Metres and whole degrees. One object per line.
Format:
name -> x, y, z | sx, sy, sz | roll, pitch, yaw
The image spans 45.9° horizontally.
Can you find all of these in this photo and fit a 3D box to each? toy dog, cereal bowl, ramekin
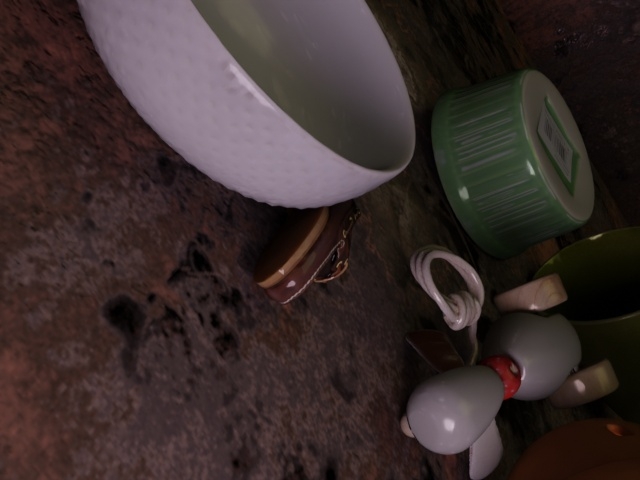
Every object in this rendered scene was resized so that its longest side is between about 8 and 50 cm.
toy dog -> 0.180, 0.145, 0.837 | 0.334, 0.161, 0.220 | 11, 57, -39
cereal bowl -> -0.073, -0.168, 0.641 | 0.339, 0.141, 0.339 | 39, 33, -32
ramekin -> 0.326, -0.133, 1.240 | 0.303, 0.148, 0.303 | 27, 53, -43

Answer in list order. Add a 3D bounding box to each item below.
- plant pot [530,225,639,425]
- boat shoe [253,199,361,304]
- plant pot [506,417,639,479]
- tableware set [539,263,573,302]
plant pot -> 0.540, 0.172, 1.301 | 0.293, 0.275, 0.275 | 63, 25, -21
boat shoe -> 0.000, 0.000, 0.694 | 0.073, 0.073, 0.207 | 51, 29, -15
plant pot -> 0.294, 0.309, 0.725 | 0.291, 0.291, 0.203 | 56, 11, -11
tableware set -> 0.503, 0.120, 1.491 | 0.194, 0.039, 0.128 | 29, 41, -46
